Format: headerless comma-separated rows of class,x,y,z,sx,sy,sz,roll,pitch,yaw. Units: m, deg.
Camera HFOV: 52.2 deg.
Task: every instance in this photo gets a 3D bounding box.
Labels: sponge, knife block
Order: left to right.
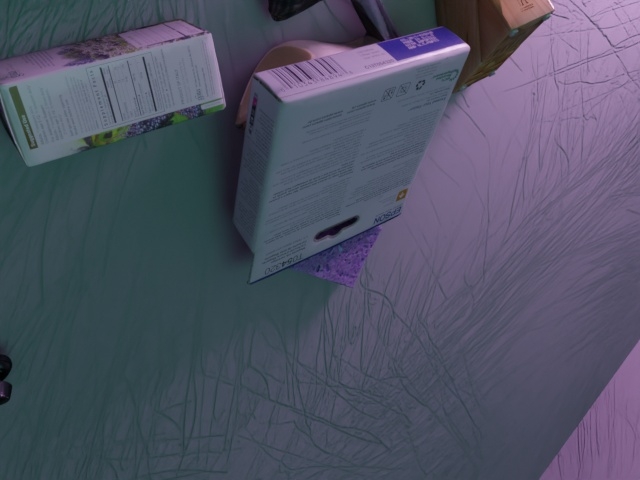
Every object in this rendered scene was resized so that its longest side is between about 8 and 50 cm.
sponge,0.000,0.000,1.052,0.210,0.031,0.117,19,103,-40
knife block,0.220,-0.387,0.973,0.088,0.242,0.275,-27,173,-19

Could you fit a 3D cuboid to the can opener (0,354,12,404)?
can opener,-0.473,0.163,0.791,0.186,0.073,0.059,8,118,-28

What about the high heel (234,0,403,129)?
high heel,0.012,-0.213,0.915,0.261,0.093,0.186,-44,146,2

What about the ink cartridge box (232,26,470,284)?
ink cartridge box,0.031,-0.118,0.924,0.324,0.071,0.330,-24,149,-33

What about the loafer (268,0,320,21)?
loafer,-0.004,-0.343,0.850,0.170,0.062,0.061,-34,167,-23

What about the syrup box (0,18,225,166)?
syrup box,-0.239,-0.173,0.743,0.237,0.093,0.096,-24,127,-23
